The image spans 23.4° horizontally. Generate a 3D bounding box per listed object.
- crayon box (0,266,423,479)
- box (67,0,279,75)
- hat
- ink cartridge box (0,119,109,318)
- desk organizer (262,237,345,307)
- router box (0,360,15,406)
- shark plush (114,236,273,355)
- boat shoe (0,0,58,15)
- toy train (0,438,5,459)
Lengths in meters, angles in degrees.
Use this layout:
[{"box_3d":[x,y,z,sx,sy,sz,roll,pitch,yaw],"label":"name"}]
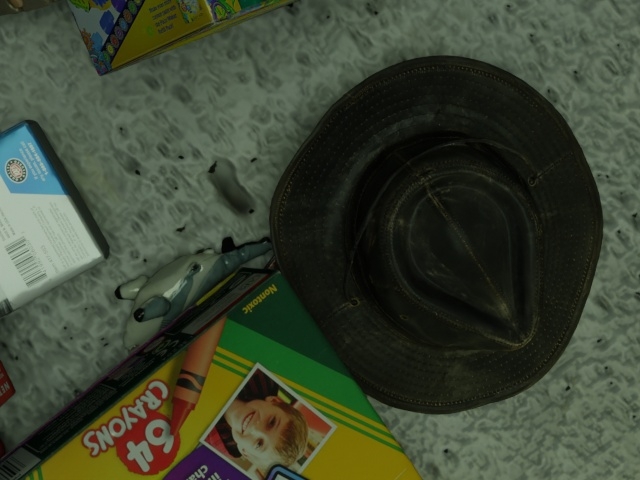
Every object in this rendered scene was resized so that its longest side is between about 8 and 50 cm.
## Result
[{"box_3d":[-0.100,0.255,1.316,0.363,0.106,0.313,-39,105,-18],"label":"crayon box"},{"box_3d":[-0.075,-0.320,1.230,0.290,0.177,0.279,-27,98,-37],"label":"box"},{"box_3d":[0.126,0.011,1.334,0.331,0.134,0.331,-4,103,-15],"label":"hat"},{"box_3d":[-0.301,-0.001,1.353,0.190,0.082,0.139,-29,97,0],"label":"ink cartridge box"},{"box_3d":[0.000,0.000,1.397,0.050,0.047,0.130,37,91,-5],"label":"desk organizer"},{"box_3d":[-0.472,0.066,1.290,0.335,0.082,0.301,-21,100,16],"label":"router box"},{"box_3d":[-0.117,0.045,1.404,0.161,0.073,0.067,-40,118,-20],"label":"shark plush"},{"box_3d":[-0.358,-0.280,1.285,0.355,0.132,0.130,5,57,0],"label":"boat shoe"},{"box_3d":[-0.276,0.297,1.384,0.248,0.105,0.143,43,105,-12],"label":"toy train"}]
